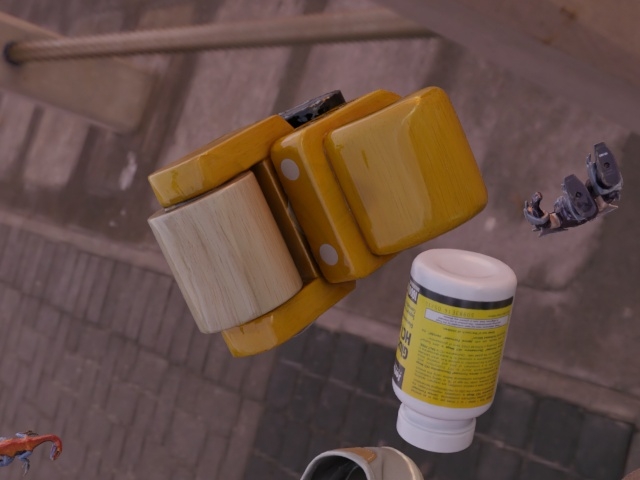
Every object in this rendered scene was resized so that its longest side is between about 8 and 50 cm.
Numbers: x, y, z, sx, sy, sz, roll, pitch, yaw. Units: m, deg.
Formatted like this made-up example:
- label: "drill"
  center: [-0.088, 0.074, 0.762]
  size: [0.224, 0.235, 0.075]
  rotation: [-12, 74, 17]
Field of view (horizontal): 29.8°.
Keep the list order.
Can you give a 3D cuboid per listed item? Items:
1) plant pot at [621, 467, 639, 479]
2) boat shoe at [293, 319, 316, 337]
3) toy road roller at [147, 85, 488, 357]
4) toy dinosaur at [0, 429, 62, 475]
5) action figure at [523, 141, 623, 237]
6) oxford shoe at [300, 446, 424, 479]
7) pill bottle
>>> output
- label: "plant pot"
  center: [0.545, 0.495, 1.779]
  size: [0.263, 0.263, 0.229]
  rotation: [-37, 18, 42]
- label: "boat shoe"
  center: [0.000, 0.000, 2.068]
  size: [0.132, 0.130, 0.355]
  rotation: [18, 69, 53]
- label: "toy road roller"
  center: [0.014, -0.044, 1.224]
  size: [0.240, 0.329, 0.203]
  rotation: [-15, 103, 44]
- label: "toy dinosaur"
  center: [-0.316, 0.223, 1.262]
  size: [0.090, 0.082, 0.047]
  rotation: [77, 175, -79]
- label: "action figure"
  center: [0.461, -0.079, 2.129]
  size: [0.185, 0.285, 0.099]
  rotation: [-32, 80, -4]
- label: "oxford shoe"
  center: [0.000, 0.414, 1.230]
  size: [0.169, 0.130, 0.449]
  rotation: [-11, 56, 41]
- label: "pill bottle"
  center: [0.230, 0.198, 2.140]
  size: [0.188, 0.188, 0.334]
  rotation: [39, 125, 56]
